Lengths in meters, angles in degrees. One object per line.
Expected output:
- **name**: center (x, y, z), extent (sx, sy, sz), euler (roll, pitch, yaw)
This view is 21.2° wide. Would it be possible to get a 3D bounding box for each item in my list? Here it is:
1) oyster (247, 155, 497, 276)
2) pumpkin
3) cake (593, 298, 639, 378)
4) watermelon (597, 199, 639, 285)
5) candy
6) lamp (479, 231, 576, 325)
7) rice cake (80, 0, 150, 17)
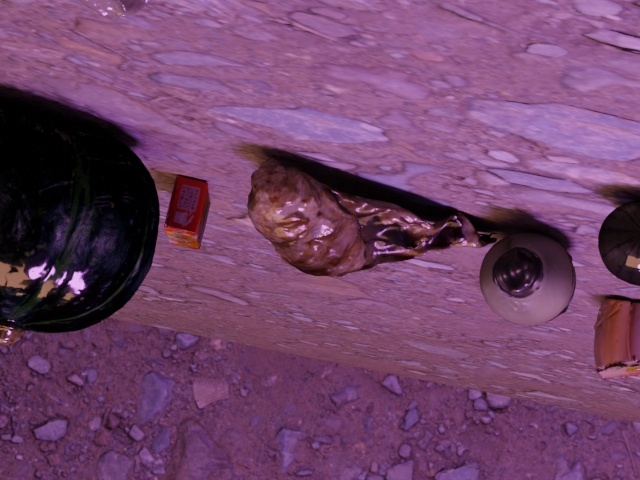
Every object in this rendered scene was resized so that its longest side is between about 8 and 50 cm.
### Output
- **oyster**: center (0.053, -0.009, 1.740), extent (0.294, 0.094, 0.166), euler (9, 164, -17)
- **pumpkin**: center (-0.320, -0.012, 1.740), extent (0.315, 0.239, 0.315), euler (9, 166, 2)
- **cake**: center (0.438, 0.107, 2.050), extent (0.225, 0.090, 0.109), euler (-9, 164, 11)
- **watermelon**: center (0.288, 0.004, 1.520), extent (0.078, 0.078, 0.110), euler (8, 170, 24)
- **candy**: center (-0.149, -0.030, 1.932), extent (0.038, 0.062, 0.122), euler (13, 170, 0)
- **lamp**: center (0.218, 0.041, 1.780), extent (0.101, 0.101, 0.250), euler (10, 178, 15)
- **rice cake**: center (-0.176, -0.198, 1.015), extent (0.057, 0.052, 0.256), euler (40, -177, 25)
